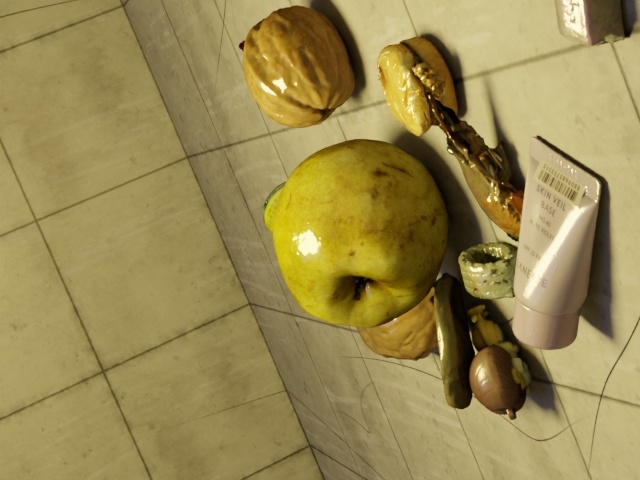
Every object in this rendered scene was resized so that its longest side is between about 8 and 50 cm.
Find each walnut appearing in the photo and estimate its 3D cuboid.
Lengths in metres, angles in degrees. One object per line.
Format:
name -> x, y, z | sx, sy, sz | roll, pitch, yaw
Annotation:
walnut -> -0.044, -0.306, 2.103 | 0.213, 0.213, 0.213 | 57, 162, 29
walnut -> 0.143, 0.141, 2.248 | 0.204, 0.141, 0.238 | 38, 152, 51

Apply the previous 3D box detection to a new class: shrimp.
shrimp -> 0.241, -0.109, 1.686 | 0.117, 0.066, 0.262 | 8, 137, 55

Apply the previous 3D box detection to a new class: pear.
pear -> 0.063, -0.022, 1.993 | 0.304, 0.304, 0.304 | 57, 162, 29

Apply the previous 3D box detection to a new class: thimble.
thimble -> 0.259, 0.046, 1.810 | 0.110, 0.084, 0.062 | 34, 145, 66

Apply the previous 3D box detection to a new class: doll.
doll -> 0.282, 0.195, 1.938 | 0.145, 0.096, 0.188 | 0, -107, -78

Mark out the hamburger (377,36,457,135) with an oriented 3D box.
hamburger -> 0.143, -0.232, 1.787 | 0.147, 0.083, 0.138 | 46, 159, 55

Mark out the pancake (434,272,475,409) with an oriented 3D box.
pancake -> 0.231, 0.165, 2.012 | 0.242, 0.050, 0.242 | -7, -90, -78

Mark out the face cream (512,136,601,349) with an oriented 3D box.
face cream -> 0.313, 0.012, 1.606 | 0.154, 0.096, 0.274 | -131, 35, -54

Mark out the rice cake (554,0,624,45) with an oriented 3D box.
rice cake -> 0.261, -0.359, 1.251 | 0.072, 0.056, 0.365 | 45, 154, 56

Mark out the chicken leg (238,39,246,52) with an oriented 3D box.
chicken leg -> -0.144, -0.403, 2.580 | 0.145, 0.037, 0.062 | 49, 171, 41

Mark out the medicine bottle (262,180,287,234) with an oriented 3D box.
medicine bottle -> 0.000, 0.000, 2.497 | 0.293, 0.141, 0.141 | 50, 158, 44
